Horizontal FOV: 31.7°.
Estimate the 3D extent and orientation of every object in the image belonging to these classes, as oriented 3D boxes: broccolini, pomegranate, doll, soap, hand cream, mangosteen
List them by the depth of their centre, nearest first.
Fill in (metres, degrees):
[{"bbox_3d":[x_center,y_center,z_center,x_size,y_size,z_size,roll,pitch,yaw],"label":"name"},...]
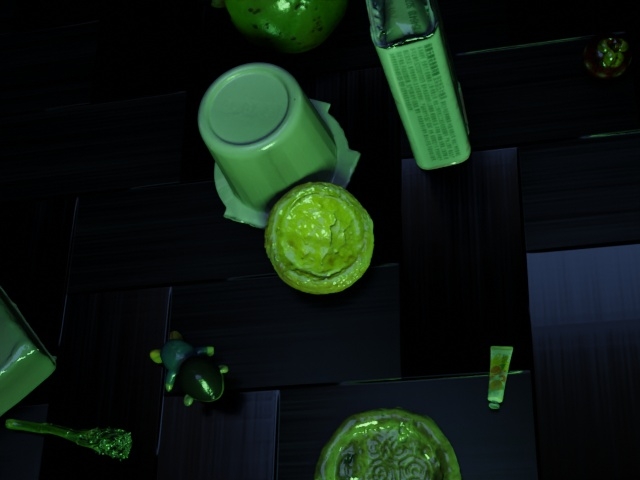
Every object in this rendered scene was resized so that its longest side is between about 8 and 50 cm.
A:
[{"bbox_3d":[0.268,0.205,1.708,0.035,0.022,0.102,0,60,23],"label":"hand cream"},{"bbox_3d":[-0.207,0.210,1.815,0.102,0.089,0.179,-43,37,-7],"label":"doll"},{"bbox_3d":[-0.412,0.314,1.840,0.239,0.054,0.051,8,81,23],"label":"broccolini"},{"bbox_3d":[0.475,-0.309,1.874,0.081,0.081,0.080,-7,62,13],"label":"mangosteen"},{"bbox_3d":[-0.643,0.193,1.933,0.285,0.107,0.296,-39,61,-5],"label":"soap"},{"bbox_3d":[-0.085,-0.454,2.055,0.302,0.236,0.236,10,62,57],"label":"pomegranate"}]

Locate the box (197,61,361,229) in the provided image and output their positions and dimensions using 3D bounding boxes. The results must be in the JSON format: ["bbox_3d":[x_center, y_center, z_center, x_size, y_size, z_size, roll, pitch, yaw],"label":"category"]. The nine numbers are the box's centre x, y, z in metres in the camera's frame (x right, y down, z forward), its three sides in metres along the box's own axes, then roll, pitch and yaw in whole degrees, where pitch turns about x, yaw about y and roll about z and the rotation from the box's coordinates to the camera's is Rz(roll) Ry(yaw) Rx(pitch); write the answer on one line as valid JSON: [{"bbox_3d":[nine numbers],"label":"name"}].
[{"bbox_3d":[-0.093,-0.197,1.911,0.263,0.206,0.291,-22,63,5],"label":"box"}]

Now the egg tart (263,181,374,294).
[{"bbox_3d":[0.000,0.000,1.846,0.191,0.074,0.191,-2,76,8],"label":"egg tart"}]

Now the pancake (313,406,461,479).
[{"bbox_3d":[0.102,0.354,1.677,0.212,0.029,0.235,-36,62,-4],"label":"pancake"}]

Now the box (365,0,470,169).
[{"bbox_3d":[0.153,-0.283,1.788,0.112,0.369,0.190,-15,59,10],"label":"box"}]
